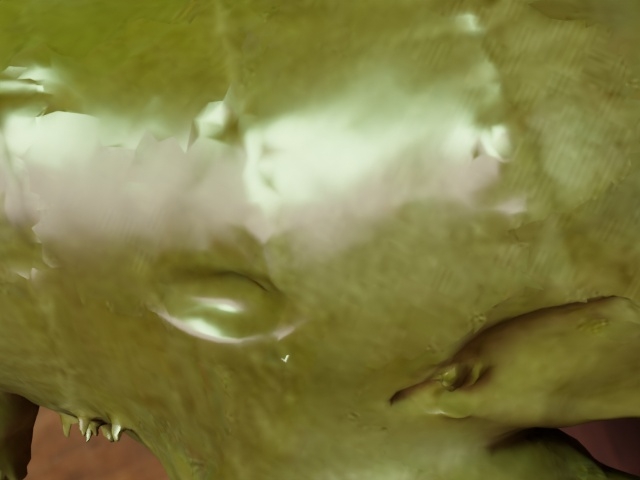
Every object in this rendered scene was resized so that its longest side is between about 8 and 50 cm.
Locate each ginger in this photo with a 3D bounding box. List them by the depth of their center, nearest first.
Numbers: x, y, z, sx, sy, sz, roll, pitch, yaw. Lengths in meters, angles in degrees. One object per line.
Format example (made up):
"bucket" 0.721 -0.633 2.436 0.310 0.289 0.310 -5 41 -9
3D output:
"ginger" 0.010 0.011 0.389 0.348 0.122 0.363 -20 94 23
